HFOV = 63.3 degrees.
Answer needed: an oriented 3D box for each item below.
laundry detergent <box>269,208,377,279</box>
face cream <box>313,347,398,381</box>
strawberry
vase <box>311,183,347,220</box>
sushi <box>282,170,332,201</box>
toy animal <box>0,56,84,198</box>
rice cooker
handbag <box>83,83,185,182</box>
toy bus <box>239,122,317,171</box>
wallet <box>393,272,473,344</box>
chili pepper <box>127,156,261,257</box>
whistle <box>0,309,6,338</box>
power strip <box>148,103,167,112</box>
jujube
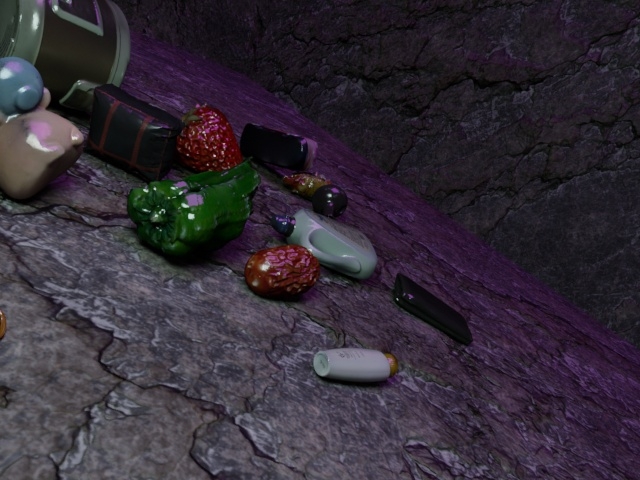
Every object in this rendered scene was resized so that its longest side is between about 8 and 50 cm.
[{"bbox_3d":[0.000,0.000,1.369,0.280,0.105,0.215,20,23,-31],"label":"laundry detergent"},{"bbox_3d":[0.069,0.231,0.964,0.182,0.051,0.072,12,25,-40],"label":"face cream"},{"bbox_3d":[-0.315,-0.259,1.505,0.244,0.205,0.205,47,10,-26],"label":"strawberry"},{"bbox_3d":[0.027,-0.104,1.689,0.120,0.120,0.183,26,34,-12],"label":"vase"},{"bbox_3d":[-0.031,-0.196,1.836,0.226,0.097,0.103,17,23,-31],"label":"sushi"},{"bbox_3d":[-0.553,-0.193,0.930,0.221,0.229,0.210,65,28,-26],"label":"toy animal"},{"bbox_3d":[-0.676,-0.506,1.342,0.335,0.335,0.325,40,21,28],"label":"rice cooker"},{"bbox_3d":[-0.451,-0.252,1.249,0.215,0.169,0.155,26,22,-3],"label":"handbag"},{"bbox_3d":[-0.148,-0.333,1.858,0.302,0.127,0.147,19,15,28],"label":"toy bus"},{"bbox_3d":[0.310,0.189,1.444,0.245,0.052,0.168,33,18,-5],"label":"wallet"},{"bbox_3d":[-0.230,-0.065,1.098,0.385,0.213,0.167,-35,109,-66],"label":"chili pepper"},{"bbox_3d":[-0.426,0.088,0.640,0.046,0.057,0.109,-23,50,-10],"label":"whistle"},{"bbox_3d":[-0.518,-0.378,1.550,0.198,0.064,0.213,12,17,6],"label":"power strip"},{"bbox_3d":[-0.081,0.066,1.096,0.112,0.109,0.176,-2,4,40],"label":"jujube"}]
